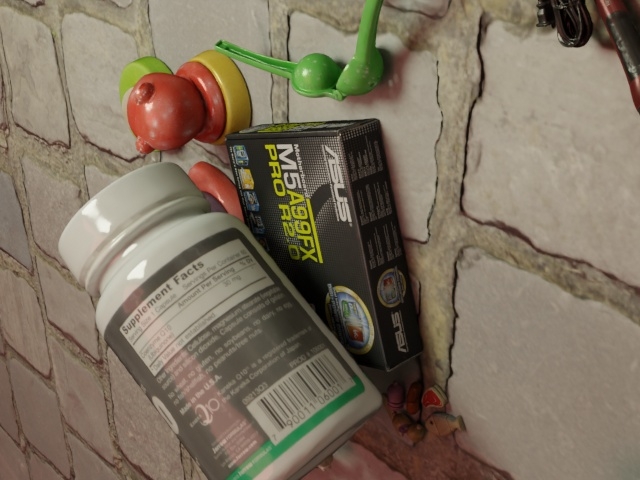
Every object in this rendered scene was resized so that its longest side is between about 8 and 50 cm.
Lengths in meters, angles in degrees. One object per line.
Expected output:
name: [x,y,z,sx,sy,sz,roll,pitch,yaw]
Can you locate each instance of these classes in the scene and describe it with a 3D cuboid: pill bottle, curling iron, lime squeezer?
pill bottle: [-0.116,0.101,1.097,0.361,0.204,0.204,51,142,13]
curling iron: [0.250,-0.104,0.770,0.274,0.035,0.068,61,149,11]
lime squeezer: [-0.004,-0.186,1.013,0.110,0.059,0.310,36,159,-27]

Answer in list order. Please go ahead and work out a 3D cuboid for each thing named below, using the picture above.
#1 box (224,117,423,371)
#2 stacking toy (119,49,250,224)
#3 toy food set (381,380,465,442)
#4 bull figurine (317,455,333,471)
box: [0.000,0.000,1.134,0.216,0.060,0.270,7,114,52]
stacking toy: [-0.216,-0.095,1.306,0.279,0.130,0.309,22,124,45]
toy food set: [0.107,0.193,1.133,0.122,0.019,0.078,-31,83,55]
bull figurine: [-0.100,0.188,1.300,0.310,0.101,0.188,59,164,-15]
